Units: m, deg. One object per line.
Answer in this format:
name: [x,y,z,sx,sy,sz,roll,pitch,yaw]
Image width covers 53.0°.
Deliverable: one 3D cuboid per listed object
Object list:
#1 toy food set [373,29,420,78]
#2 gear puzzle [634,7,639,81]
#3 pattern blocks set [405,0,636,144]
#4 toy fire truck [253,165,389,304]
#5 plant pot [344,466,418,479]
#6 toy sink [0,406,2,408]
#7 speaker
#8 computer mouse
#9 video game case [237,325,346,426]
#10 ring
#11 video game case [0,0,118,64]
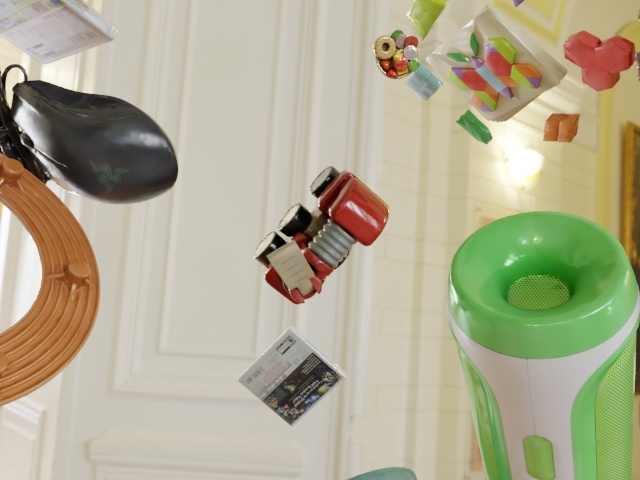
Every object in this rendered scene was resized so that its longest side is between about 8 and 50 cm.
toy food set: [0.137,-0.328,1.133,0.083,0.083,0.020,-20,16,-5]
gear puzzle: [0.481,-0.168,0.755,0.339,0.175,0.044,27,-20,-23]
pattern blocks set: [0.235,-0.231,0.867,0.285,0.026,0.325,37,-16,6]
toy fire truck: [0.000,0.000,0.956,0.158,0.217,0.246,40,4,-19]
plant pot: [0.093,0.466,0.873,0.272,0.255,0.271,-15,-39,-13]
toy sink: [-0.524,0.217,0.835,0.131,0.152,0.234,22,-33,19]
speaker: [0.176,0.125,0.495,0.131,0.131,0.296,1,-48,26]
computer mouse: [-0.283,-0.099,0.713,0.272,0.188,0.072,14,40,24]
video game case: [-0.066,0.312,1.467,0.173,0.190,0.022,42,17,-6]
ring: [-0.347,-0.002,0.550,0.337,0.336,0.032,10,-46,-44]
video game case: [-0.436,-0.340,0.925,0.227,0.026,0.206,2,-23,43]
